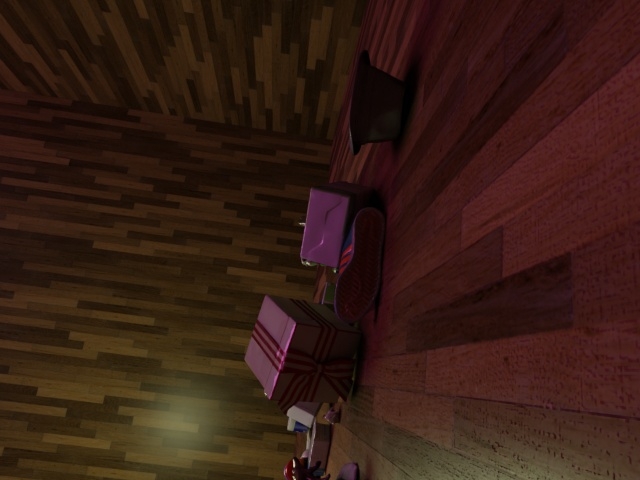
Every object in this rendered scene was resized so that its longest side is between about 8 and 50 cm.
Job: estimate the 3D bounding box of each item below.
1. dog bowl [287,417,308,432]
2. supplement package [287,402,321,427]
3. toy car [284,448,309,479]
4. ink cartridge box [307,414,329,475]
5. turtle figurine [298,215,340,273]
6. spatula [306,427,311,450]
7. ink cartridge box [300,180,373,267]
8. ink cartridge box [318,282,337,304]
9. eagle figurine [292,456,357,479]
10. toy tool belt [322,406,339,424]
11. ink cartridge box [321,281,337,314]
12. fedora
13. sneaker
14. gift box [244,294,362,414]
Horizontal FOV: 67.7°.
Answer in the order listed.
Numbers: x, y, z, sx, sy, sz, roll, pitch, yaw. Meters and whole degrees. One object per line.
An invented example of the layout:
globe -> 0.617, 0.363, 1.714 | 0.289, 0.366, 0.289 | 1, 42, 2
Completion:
dog bowl -> -0.098, 0.875, 2.528 | 0.265, 0.104, 0.265 | -168, 90, -89
supplement package -> -0.039, 0.602, 1.837 | 0.179, 0.105, 0.105 | -55, -16, -44
toy car -> -0.077, 0.925, 1.906 | 0.182, 0.136, 0.159 | 103, 174, -57
ink cartridge box -> -0.004, 0.738, 1.725 | 0.104, 0.061, 0.182 | -90, 9, -74
turtle figurine -> 0.000, 0.000, 1.865 | 0.275, 0.197, 0.267 | -103, -7, -63
spatula -> -0.067, 1.071, 2.422 | 0.242, 0.019, 0.168 | -85, 5, -45
ink cartridge box -> 0.068, -0.065, 1.444 | 0.353, 0.119, 0.207 | -31, -48, -68
ink cartridge box -> 0.015, 0.274, 1.891 | 0.223, 0.045, 0.224 | -47, -20, -41
eagle figurine -> -0.003, 0.684, 1.166 | 0.226, 0.225, 0.299 | -33, -71, -39
toy tool belt -> 0.041, 0.572, 1.568 | 0.051, 0.052, 0.083 | -50, -3, -16
ink cartridge box -> 0.058, 0.176, 1.603 | 0.189, 0.096, 0.256 | -70, -12, -76
fedora -> 0.146, -0.329, 1.182 | 0.275, 0.124, 0.244 | 69, -149, -79
sneaker -> 0.101, 0.071, 1.236 | 0.121, 0.108, 0.303 | 106, 179, -74
gift box -> -0.047, 0.334, 1.374 | 0.258, 0.254, 0.277 | 28, 106, 58
